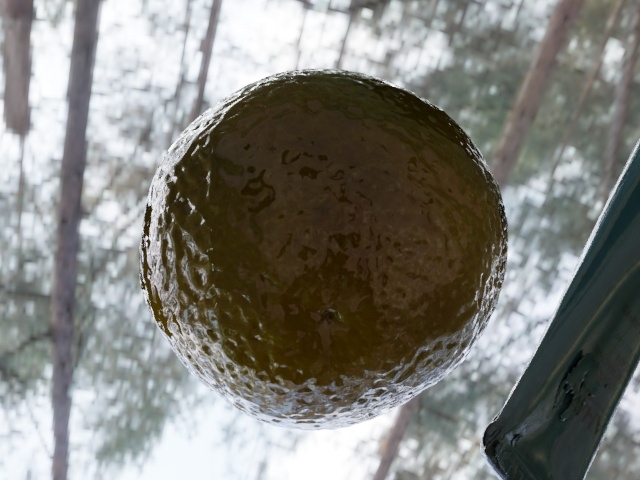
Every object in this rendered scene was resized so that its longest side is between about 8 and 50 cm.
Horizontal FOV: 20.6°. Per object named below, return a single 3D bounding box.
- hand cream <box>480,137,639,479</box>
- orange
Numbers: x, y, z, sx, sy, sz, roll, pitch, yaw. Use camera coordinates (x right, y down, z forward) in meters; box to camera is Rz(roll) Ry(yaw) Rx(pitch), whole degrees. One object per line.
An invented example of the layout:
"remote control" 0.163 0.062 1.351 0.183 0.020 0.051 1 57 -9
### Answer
"hand cream" 0.145 0.030 0.879 0.048 0.083 0.224 8 -120 42
"orange" 0.000 0.000 0.409 0.085 0.085 0.095 9 -164 -7
